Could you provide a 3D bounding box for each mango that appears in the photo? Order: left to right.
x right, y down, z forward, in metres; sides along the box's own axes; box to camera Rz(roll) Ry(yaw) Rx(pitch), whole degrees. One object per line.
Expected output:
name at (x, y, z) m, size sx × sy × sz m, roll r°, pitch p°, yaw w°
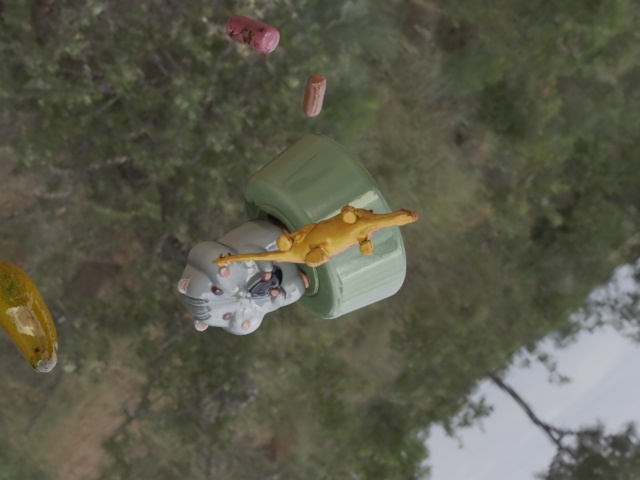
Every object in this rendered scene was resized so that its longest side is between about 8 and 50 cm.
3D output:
mango at (-0.442, 0.111, 1.643) m, size 0.075 × 0.190 × 0.098 m, roll -33°, pitch 170°, yaw 4°

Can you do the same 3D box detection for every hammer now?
hammer at (-0.096, -0.291, 1.557) m, size 0.043 × 0.083 × 0.043 m, roll -38°, pitch 142°, yaw -38°

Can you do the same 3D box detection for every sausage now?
sausage at (-0.010, -0.243, 1.854) m, size 0.034 × 0.034 × 0.083 m, roll -34°, pitch 154°, yaw -30°

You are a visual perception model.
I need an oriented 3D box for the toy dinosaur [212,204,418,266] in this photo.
toy dinosaur at (0.000, 0.000, 1.490) m, size 0.288 × 0.070 × 0.117 m, roll -16°, pitch 180°, yaw 21°

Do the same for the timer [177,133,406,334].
timer at (-0.072, 0.028, 1.697) m, size 0.315 × 0.290 × 0.291 m, roll -31°, pitch 167°, yaw -23°
